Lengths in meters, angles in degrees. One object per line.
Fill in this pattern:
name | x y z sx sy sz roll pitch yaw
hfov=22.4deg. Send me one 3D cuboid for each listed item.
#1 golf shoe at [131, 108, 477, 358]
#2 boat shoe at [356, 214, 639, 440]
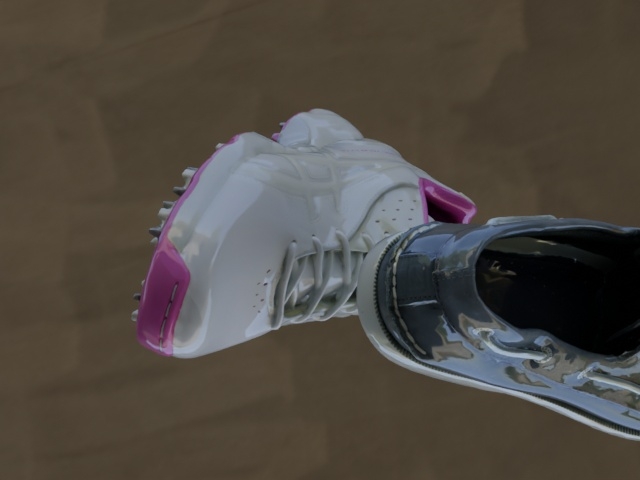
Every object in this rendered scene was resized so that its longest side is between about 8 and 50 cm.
golf shoe | 0.000 0.000 0.951 0.140 0.306 0.115 22 -65 15
boat shoe | 0.180 0.048 0.933 0.320 0.099 0.116 11 -107 -27
